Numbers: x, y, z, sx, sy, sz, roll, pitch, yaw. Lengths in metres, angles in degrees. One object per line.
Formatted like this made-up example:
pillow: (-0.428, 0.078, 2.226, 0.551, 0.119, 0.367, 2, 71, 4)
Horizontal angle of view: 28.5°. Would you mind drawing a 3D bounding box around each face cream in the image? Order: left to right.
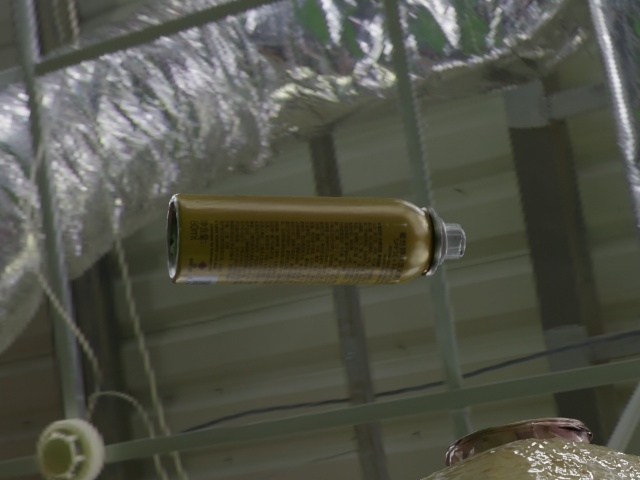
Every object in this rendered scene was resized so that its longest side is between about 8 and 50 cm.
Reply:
face cream: (0.000, 0.000, 1.469, 0.348, 0.105, 0.105, 1, -92, -15)

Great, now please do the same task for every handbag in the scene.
handbag: (0.237, 0.278, 1.399, 0.179, 0.205, 0.116, -12, -116, 3)

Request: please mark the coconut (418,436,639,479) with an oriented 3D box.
coconut: (0.151, 0.353, 0.877, 0.344, 0.415, 0.415, 31, -79, 47)
